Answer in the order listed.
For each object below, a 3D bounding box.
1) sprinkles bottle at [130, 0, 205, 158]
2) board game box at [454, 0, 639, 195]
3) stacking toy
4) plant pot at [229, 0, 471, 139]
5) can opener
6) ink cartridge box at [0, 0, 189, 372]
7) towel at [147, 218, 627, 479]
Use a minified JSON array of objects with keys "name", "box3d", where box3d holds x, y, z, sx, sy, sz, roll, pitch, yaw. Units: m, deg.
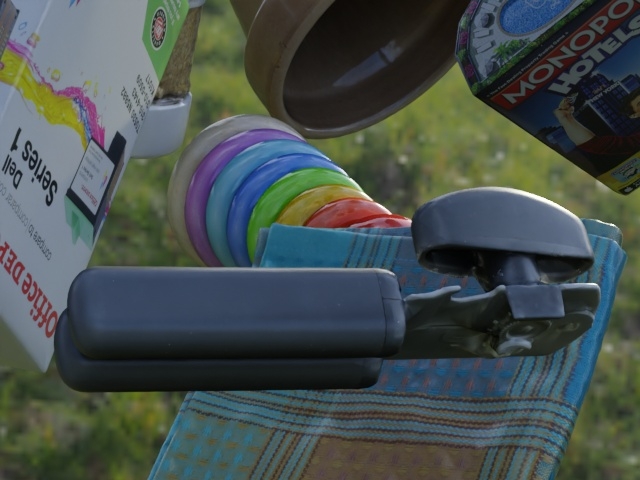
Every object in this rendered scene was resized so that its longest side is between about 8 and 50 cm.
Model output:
[{"name":"sprinkles bottle","box3d":[-0.141,-0.249,1.485,0.121,0.355,0.121,11,21,-4]},{"name":"board game box","box3d":[0.147,-0.121,0.743,0.194,0.060,0.194,-38,-34,18]},{"name":"stacking toy","box3d":[0.000,0.000,1.414,0.141,0.141,0.330,3,13,-27]},{"name":"plant pot","box3d":[0.003,-0.264,1.712,0.263,0.263,0.229,0,47,-53]},{"name":"can opener","box3d":[0.008,0.023,0.926,0.283,0.095,0.076,1,-29,-18]},{"name":"ink cartridge box","box3d":[-0.193,-0.085,1.102,0.117,0.278,0.201,14,-21,14]},{"name":"towel","box3d":[0.015,0.132,1.096,0.271,0.370,0.040,0,-41,32]}]
